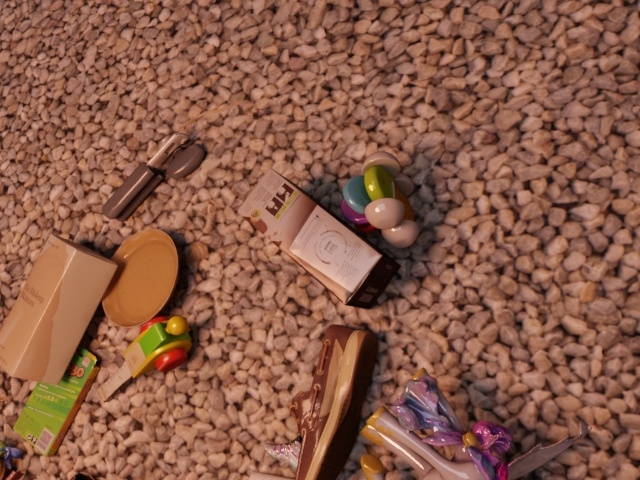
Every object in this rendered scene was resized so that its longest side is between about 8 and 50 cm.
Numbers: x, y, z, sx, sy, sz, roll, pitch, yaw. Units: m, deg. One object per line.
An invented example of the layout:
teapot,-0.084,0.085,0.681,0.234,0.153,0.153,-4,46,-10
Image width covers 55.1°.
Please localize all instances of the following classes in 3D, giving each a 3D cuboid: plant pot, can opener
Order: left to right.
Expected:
plant pot,-0.409,0.088,1.412,0.236,0.032,0.236,-12,65,27
can opener,-0.401,-0.145,1.455,0.280,0.074,0.093,-41,70,9

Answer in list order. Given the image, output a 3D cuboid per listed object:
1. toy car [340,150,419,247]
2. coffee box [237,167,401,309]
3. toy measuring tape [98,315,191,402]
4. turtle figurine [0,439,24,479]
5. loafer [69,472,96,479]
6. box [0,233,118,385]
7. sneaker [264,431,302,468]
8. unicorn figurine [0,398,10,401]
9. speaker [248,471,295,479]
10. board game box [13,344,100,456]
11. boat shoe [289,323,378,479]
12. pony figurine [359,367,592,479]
toy car,0.110,-0.072,1.205,0.136,0.182,0.159,-16,57,23
coffee box,0.000,0.000,1.234,0.297,0.168,0.119,39,95,22
toy measuring tape,-0.380,0.264,1.377,0.330,0.121,0.121,-45,67,31
turtle figurine,-0.858,0.580,1.426,0.198,0.275,0.266,9,87,55
loafer,-0.427,0.594,1.296,0.366,0.134,0.130,12,85,21
box,-0.617,0.158,1.423,0.148,0.121,0.311,18,82,41
sneaker,-0.062,0.417,1.252,0.098,0.038,0.069,22,86,13
unicorn figurine,-0.871,0.425,1.527,0.162,0.060,0.111,14,86,21
speaker,-0.078,0.502,1.230,0.136,0.055,0.055,2,81,20
board game box,-0.625,0.367,1.463,0.124,0.039,0.259,28,92,22
boat shoe,0.005,0.330,1.204,0.123,0.123,0.342,13,81,30
pony figurine,0.248,0.405,1.044,0.363,0.303,0.351,46,129,18
